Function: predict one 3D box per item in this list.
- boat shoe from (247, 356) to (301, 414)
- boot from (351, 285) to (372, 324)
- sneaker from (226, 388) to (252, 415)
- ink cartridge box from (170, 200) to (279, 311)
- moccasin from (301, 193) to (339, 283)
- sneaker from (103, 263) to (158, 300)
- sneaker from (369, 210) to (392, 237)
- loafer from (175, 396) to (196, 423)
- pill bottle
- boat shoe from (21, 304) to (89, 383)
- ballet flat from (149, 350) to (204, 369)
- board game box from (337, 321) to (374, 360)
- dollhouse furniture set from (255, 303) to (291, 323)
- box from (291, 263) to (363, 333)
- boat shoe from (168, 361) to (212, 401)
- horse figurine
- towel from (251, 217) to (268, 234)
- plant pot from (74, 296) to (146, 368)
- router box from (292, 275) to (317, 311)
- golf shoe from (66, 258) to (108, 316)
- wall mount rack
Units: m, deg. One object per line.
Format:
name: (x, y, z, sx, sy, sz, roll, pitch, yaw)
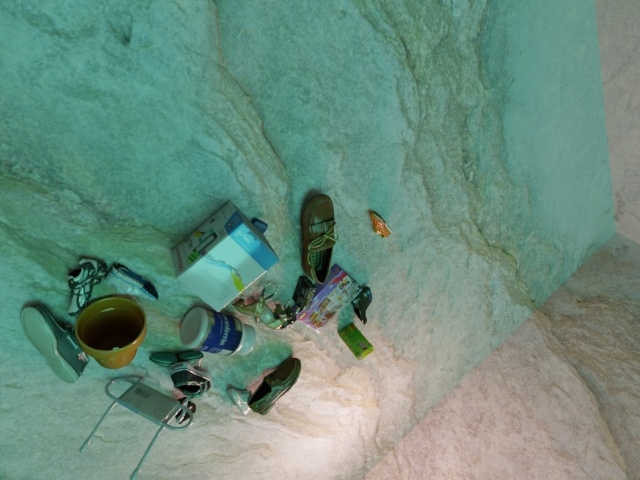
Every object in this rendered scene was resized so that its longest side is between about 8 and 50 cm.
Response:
boat shoe: (-0.209, 0.663, 2.026, 0.307, 0.111, 0.104, -53, 130, -10)
boot: (0.214, 0.314, 2.102, 0.106, 0.082, 0.219, -31, 131, -9)
sneaker: (-0.357, 0.717, 2.019, 0.094, 0.080, 0.212, -39, 142, -21)
ink cartridge box: (-0.319, 0.051, 1.458, 0.270, 0.198, 0.197, -41, 124, -1)
moccasin: (-0.003, 0.000, 1.691, 0.139, 0.147, 0.379, -9, 125, -29)
sneaker: (-0.623, 0.153, 1.447, 0.083, 0.071, 0.191, -41, 126, 6)
sneaker: (0.249, -0.064, 1.876, 0.067, 0.064, 0.175, -37, 132, 7)
loafer: (-0.560, 0.695, 1.833, 0.078, 0.080, 0.220, -23, 160, -35)
pill bottle: (-0.385, 0.356, 1.682, 0.265, 0.153, 0.153, 28, 103, -43)
boat shoe: (-0.842, 0.318, 1.412, 0.099, 0.117, 0.319, -59, 147, -52)
ballet flat: (-0.557, 0.471, 1.701, 0.213, 0.072, 0.068, 6, 111, -38)
board game box: (0.169, 0.485, 2.122, 0.092, 0.181, 0.043, -32, 133, -11)
dollhouse furniture set: (-0.201, 0.306, 1.860, 0.152, 0.058, 0.076, 3, 128, -13)
box: (0.030, 0.262, 1.959, 0.293, 0.057, 0.201, -45, 135, 1)
boat shoe: (-0.503, 0.574, 1.744, 0.113, 0.104, 0.306, -18, 148, -8)
horse figurine: (-0.200, 0.280, 1.767, 0.174, 0.066, 0.263, -47, 114, -5)
towel: (-0.245, -0.021, 1.596, 0.067, 0.029, 0.119, 27, 102, -41)
plant pot: (-0.679, 0.322, 1.446, 0.205, 0.205, 0.187, -10, 141, -28)
router box: (-0.068, 0.222, 1.841, 0.038, 0.092, 0.122, 1, 120, -34)
golf shoe: (-0.743, 0.139, 1.354, 0.094, 0.077, 0.198, 30, 95, -32)
wall mount rack: (-0.649, 0.649, 1.568, 0.304, 0.350, 0.130, -47, 158, -65)
